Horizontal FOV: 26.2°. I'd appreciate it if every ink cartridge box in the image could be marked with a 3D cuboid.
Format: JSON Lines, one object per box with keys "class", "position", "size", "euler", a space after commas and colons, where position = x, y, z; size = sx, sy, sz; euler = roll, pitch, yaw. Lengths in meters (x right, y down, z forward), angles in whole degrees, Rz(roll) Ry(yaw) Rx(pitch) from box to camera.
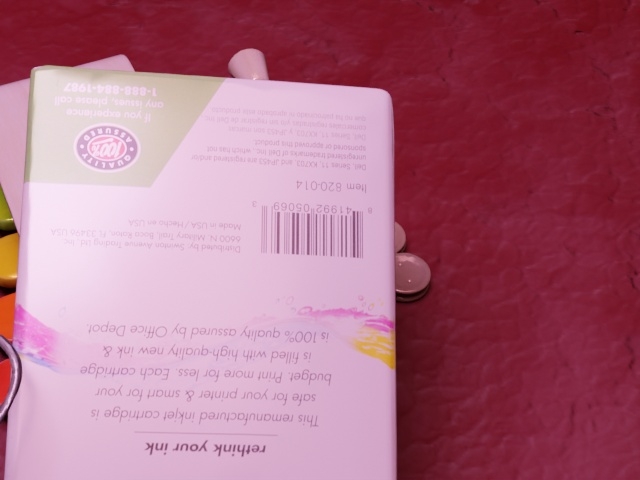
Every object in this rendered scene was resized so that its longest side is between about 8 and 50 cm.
{"class": "ink cartridge box", "position": [-0.067, 0.093, 0.764], "size": [0.207, 0.119, 0.353], "euler": [3, 74, -8]}

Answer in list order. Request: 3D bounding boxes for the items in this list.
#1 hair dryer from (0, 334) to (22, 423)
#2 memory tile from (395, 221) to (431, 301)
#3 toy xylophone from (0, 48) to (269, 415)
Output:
{"class": "hair dryer", "position": [-0.281, 0.143, 0.724], "size": [0.293, 0.080, 0.223], "euler": [-55, 22, -4]}
{"class": "memory tile", "position": [0.000, 0.000, 0.973], "size": [0.113, 0.012, 0.148], "euler": [-21, 53, -20]}
{"class": "toy xylophone", "position": [-0.120, -0.018, 0.935], "size": [0.236, 0.081, 0.322], "euler": [-11, 51, -10]}
